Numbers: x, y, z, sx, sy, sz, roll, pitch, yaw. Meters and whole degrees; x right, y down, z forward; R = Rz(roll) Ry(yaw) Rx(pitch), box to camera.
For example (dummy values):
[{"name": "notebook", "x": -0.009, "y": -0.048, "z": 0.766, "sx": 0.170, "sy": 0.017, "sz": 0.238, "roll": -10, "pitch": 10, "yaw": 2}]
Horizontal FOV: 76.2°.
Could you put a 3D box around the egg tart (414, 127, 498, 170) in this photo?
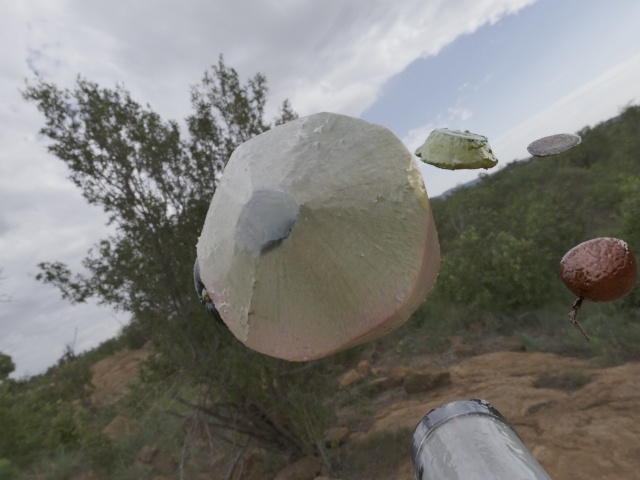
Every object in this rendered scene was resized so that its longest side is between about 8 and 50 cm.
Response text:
[{"name": "egg tart", "x": 0.321, "y": -0.212, "z": 0.947, "sx": 0.197, "sy": 0.078, "sz": 0.197, "roll": 5, "pitch": 25, "yaw": -2}]

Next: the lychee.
[{"name": "lychee", "x": 0.429, "y": 0.060, "z": 0.647, "sx": 0.140, "sy": 0.101, "sz": 0.114, "roll": -46, "pitch": 0, "yaw": 20}]

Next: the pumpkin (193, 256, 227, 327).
[{"name": "pumpkin", "x": -0.204, "y": 0.100, "z": 1.087, "sx": 0.248, "sy": 0.248, "sz": 0.248, "roll": -24, "pitch": -3, "yaw": -1}]

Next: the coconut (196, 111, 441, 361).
[{"name": "coconut", "x": 0.000, "y": 0.000, "z": 0.529, "sx": 0.297, "sy": 0.298, "sz": 0.309, "roll": -24, "pitch": -20, "yaw": 12}]

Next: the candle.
[{"name": "candle", "x": 0.243, "y": 0.375, "z": 0.555, "sx": 0.187, "sy": 0.187, "sz": 0.330, "roll": -24, "pitch": 9, "yaw": 2}]

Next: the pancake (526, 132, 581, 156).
[{"name": "pancake", "x": 0.529, "y": -0.219, "z": 0.928, "sx": 0.114, "sy": 0.011, "sz": 0.115, "roll": -20, "pitch": 27, "yaw": 11}]
